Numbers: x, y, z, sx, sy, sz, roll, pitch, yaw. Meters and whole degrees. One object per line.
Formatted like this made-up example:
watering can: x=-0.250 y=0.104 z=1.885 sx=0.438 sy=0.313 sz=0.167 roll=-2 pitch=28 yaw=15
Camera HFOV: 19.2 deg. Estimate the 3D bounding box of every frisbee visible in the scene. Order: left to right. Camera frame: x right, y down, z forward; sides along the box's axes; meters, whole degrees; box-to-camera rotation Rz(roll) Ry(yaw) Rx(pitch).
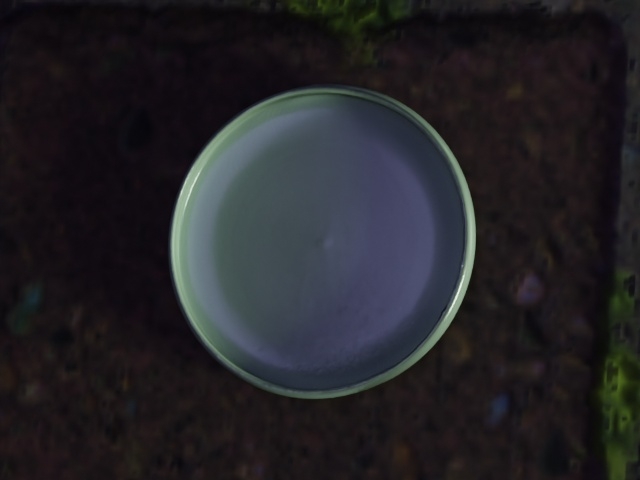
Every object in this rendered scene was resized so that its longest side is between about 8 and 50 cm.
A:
frisbee: x=0.000 y=0.000 z=0.653 sx=0.110 sy=0.014 sz=0.110 roll=-2 pitch=82 yaw=15
